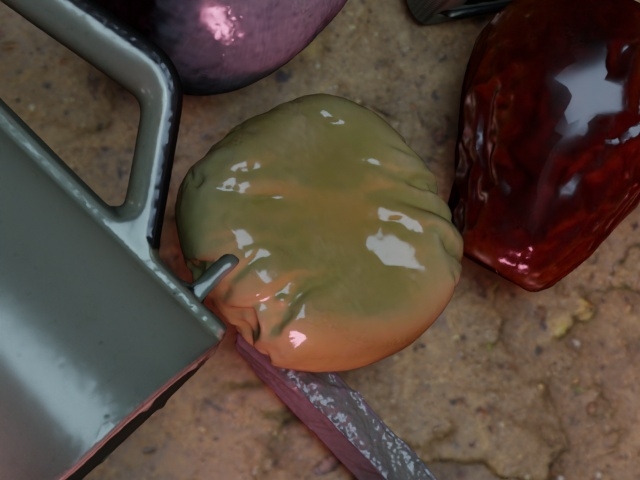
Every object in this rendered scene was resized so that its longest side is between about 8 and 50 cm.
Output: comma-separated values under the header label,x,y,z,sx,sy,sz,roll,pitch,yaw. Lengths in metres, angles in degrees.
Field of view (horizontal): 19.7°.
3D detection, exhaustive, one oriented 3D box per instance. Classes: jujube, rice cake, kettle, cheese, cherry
label,x,y,z,sx,sy,sz,roll,pitch,yaw
jujube,0.197,-0.086,1.535,0.190,0.190,0.255,27,87,-8
rice cake,0.025,0.152,1.476,0.270,0.055,0.049,46,57,0
kettle,-0.247,-0.016,1.323,0.361,0.250,0.377,-43,87,0
cheese,0.000,0.000,1.452,0.226,0.117,0.214,-28,78,-34
cherry,-0.089,-0.250,1.458,0.296,0.218,0.255,-31,79,-26

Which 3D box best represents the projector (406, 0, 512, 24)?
label,x,y,z,sx,sy,sz,roll,pitch,yaw
projector,0.137,-0.324,1.564,0.163,0.177,0.243,-14,81,-21
